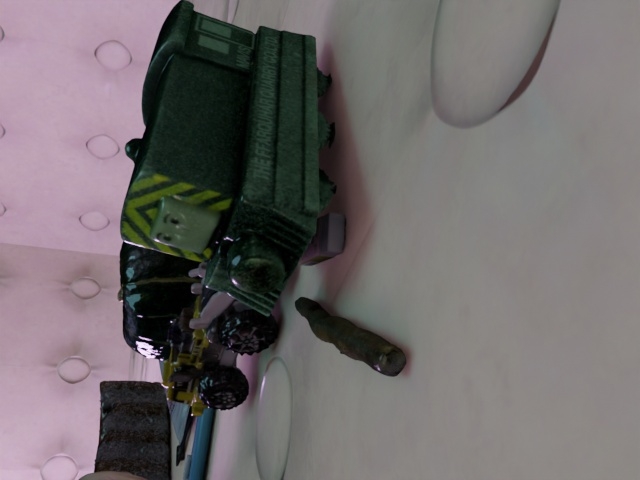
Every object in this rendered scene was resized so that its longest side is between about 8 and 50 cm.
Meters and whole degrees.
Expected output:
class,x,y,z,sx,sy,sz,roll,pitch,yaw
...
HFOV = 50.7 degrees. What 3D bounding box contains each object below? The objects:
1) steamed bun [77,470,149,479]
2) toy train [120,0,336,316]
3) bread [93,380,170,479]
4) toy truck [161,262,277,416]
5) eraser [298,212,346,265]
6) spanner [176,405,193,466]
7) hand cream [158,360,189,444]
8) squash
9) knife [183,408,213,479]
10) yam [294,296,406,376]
class,x,y,z,sx,sy,sz,roll,pitch,yaw
steamed bun,-0.233,0.457,0.898,0.280,0.207,0.267,25,100,40
toy train,-0.087,-0.091,0.634,0.330,0.178,0.138,-91,23,-45
bread,-0.416,0.483,1.484,0.416,0.165,0.113,-109,26,-53
toy truck,-0.120,0.094,0.809,0.136,0.111,0.285,-101,28,-48
eraser,0.000,0.000,0.623,0.083,0.019,0.038,152,125,-68
spanner,-0.252,0.356,1.270,0.046,0.012,0.208,-105,29,-52
hand cream,-0.280,0.277,1.331,0.331,0.058,0.085,42,116,64
squash,-0.278,0.088,1.207,0.252,0.165,0.252,-175,90,-73
knife,-0.197,0.334,1.075,0.064,0.032,0.221,-143,62,-74
yam,0.014,0.074,0.547,0.027,0.029,0.234,-56,15,-6
